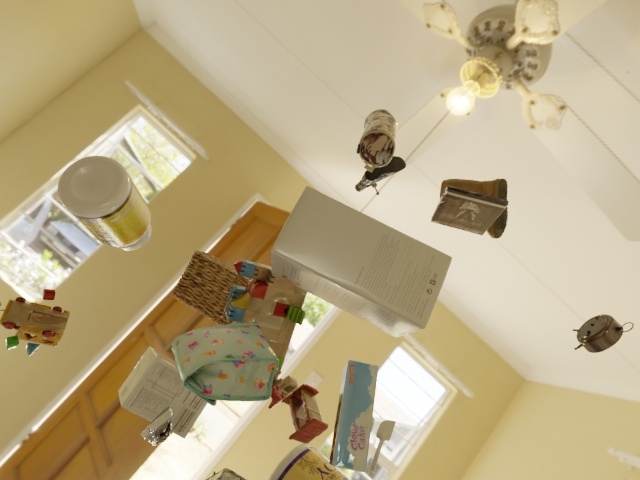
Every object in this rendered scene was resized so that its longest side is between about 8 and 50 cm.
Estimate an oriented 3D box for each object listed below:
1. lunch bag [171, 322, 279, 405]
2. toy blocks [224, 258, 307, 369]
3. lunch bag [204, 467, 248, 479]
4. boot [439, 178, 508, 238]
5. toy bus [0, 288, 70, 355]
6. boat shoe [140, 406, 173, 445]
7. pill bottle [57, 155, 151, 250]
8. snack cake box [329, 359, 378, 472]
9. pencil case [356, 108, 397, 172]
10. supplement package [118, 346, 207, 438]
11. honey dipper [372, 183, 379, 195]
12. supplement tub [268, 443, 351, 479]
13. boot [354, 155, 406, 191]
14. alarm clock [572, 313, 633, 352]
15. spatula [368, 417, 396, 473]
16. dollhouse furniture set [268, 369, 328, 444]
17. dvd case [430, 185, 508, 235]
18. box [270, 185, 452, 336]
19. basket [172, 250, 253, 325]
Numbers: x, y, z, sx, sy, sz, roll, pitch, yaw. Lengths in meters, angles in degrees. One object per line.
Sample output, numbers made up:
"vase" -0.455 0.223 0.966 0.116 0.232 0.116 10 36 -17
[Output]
"lunch bag" -0.280 0.343 1.229 0.262 0.160 0.223 5 15 -27
"toy blocks" -0.209 0.235 1.501 0.260 0.382 0.190 16 6 -22
"lunch bag" -0.285 0.797 1.225 0.287 0.169 0.235 19 15 37
"boot" 0.594 -0.129 1.699 0.089 0.236 0.269 8 -2 -35
"toy bus" -0.860 0.247 1.280 0.202 0.191 0.104 50 -59 8
"boat shoe" -0.482 0.569 1.315 0.070 0.078 0.219 46 -45 3
"pill bottle" -0.633 -0.093 1.322 0.188 0.188 0.334 38 -21 11
"snack cake box" 0.090 0.477 1.182 0.089 0.264 0.152 11 -26 1
"pencil case" 0.261 -0.470 1.971 0.159 0.183 0.410 34 30 -9
"supplement package" -0.578 0.564 1.624 0.262 0.198 0.199 39 -18 -21
"honey dipper" 0.283 -0.269 2.232 0.030 0.030 0.161 48 18 -22
"supplement tub" 0.002 0.874 1.431 0.331 0.241 0.241 28 -20 32
"boot" 0.287 -0.326 2.127 0.083 0.246 0.161 64 -19 7
"alarm clock" 0.893 0.286 1.364 0.064 0.129 0.192 47 -30 1
"spatula" 0.132 0.648 1.400 0.168 0.242 0.019 14 23 2
"dollhouse furniture set" -0.151 0.713 1.881 0.374 0.152 0.201 40 16 -34
"dvd case" 0.420 -0.082 1.248 0.164 0.018 0.221 16 -19 9
"box" 0.077 0.058 0.975 0.345 0.168 0.215 27 -18 2
"basket" -0.443 0.209 1.874 0.299 0.223 0.213 27 -3 8
